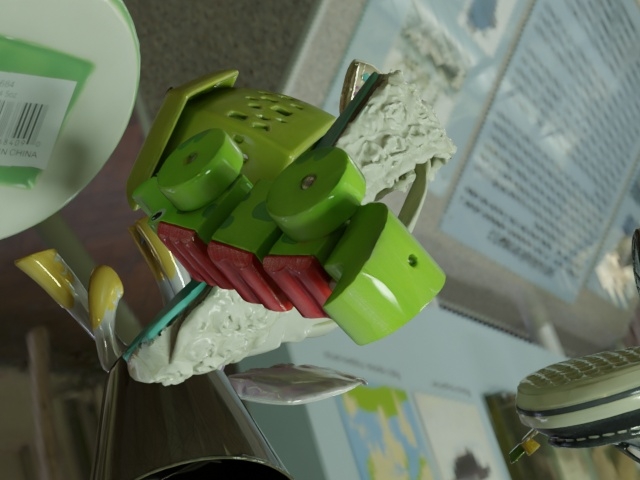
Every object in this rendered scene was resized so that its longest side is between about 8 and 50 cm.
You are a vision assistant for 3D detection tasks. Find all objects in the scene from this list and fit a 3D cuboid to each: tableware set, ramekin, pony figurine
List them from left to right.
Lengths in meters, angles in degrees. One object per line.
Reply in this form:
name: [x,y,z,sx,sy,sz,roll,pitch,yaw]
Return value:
ramekin: [-0.299,-0.141,0.976,0.303,0.148,0.303,-32,145,-26]
pony figurine: [-0.163,0.150,1.387,0.302,0.364,0.351,-19,-179,36]
tableware set: [0.330,0.262,1.661,0.154,0.024,0.104,-36,167,-37]

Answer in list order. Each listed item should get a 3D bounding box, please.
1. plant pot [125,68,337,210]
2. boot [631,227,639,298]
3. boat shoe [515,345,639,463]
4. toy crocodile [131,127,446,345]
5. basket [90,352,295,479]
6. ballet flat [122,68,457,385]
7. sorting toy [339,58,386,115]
plant pot: [-0.135,-0.110,1.653,0.228,0.207,0.227,-60,174,25]
boot: [0.466,0.076,1.329,0.178,0.236,0.085,-18,-175,10]
boat shoe: [0.374,0.169,1.043,0.500,0.156,0.186,8,165,-40]
toy crocodile: [-0.037,0.001,0.819,0.340,0.115,0.105,14,-122,50]
basket: [-0.138,0.207,1.135,0.204,0.227,0.154,-13,120,-8]
ballet flat: [0.000,0.000,1.043,0.409,0.147,0.147,-50,178,-31]
sorting toy: [0.069,-0.200,1.591,0.075,0.083,0.045,11,-172,-13]
